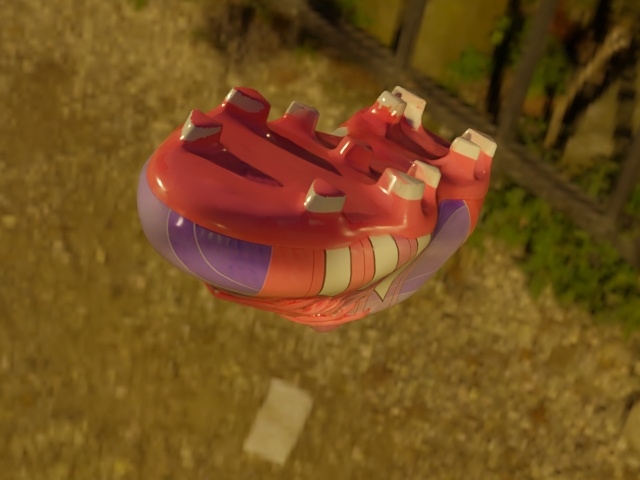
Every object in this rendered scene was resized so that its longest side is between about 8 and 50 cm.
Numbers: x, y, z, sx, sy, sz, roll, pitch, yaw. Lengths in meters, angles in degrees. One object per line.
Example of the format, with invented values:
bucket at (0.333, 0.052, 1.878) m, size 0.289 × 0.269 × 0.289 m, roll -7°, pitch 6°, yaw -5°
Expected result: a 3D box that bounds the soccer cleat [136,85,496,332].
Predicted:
soccer cleat at (0.000, 0.000, 0.617) m, size 0.083 × 0.095 × 0.248 m, roll 30°, pitch 16°, yaw 13°
